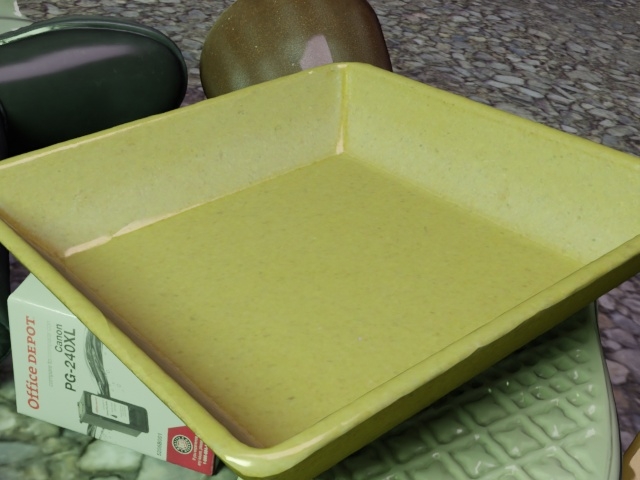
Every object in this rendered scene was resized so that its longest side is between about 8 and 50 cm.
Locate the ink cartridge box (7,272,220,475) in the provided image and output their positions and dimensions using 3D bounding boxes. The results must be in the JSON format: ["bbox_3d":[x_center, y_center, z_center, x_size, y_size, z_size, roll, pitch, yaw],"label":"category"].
[{"bbox_3d":[-0.130,0.083,0.584,0.150,0.109,0.063,15,34,8],"label":"ink cartridge box"}]

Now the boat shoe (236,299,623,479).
[{"bbox_3d":[0.085,0.119,0.537,0.187,0.156,0.500,10,31,16],"label":"boat shoe"}]

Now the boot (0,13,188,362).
[{"bbox_3d":[-0.278,-0.059,0.729,0.367,0.146,0.445,-8,30,-10],"label":"boot"}]

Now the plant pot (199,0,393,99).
[{"bbox_3d":[-0.003,-0.123,0.906,0.215,0.215,0.230,-1,47,-20],"label":"plant pot"}]

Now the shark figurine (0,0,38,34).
[{"bbox_3d":[-0.324,-0.233,0.975,0.278,0.166,0.116,0,66,-9],"label":"shark figurine"}]

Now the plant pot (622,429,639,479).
[{"bbox_3d":[0.223,0.183,0.562,0.081,0.081,0.083,33,49,33],"label":"plant pot"}]

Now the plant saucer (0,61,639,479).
[{"bbox_3d":[0.000,0.000,0.519,0.333,0.081,0.333,-23,36,-33],"label":"plant saucer"}]
